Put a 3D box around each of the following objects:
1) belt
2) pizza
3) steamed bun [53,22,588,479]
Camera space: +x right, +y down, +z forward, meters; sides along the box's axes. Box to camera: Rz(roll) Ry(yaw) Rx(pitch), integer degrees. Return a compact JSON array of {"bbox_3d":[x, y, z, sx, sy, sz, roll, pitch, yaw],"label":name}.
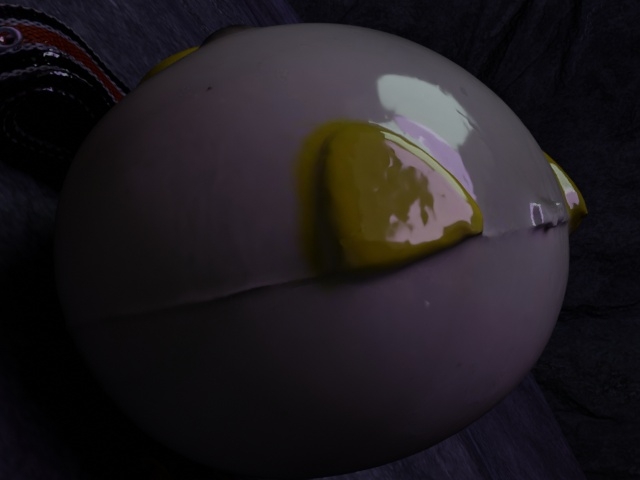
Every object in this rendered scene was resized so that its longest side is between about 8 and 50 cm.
[{"bbox_3d":[-0.159,-0.083,0.794,0.359,0.126,0.094,26,42,-54],"label":"belt"},{"bbox_3d":[-0.084,0.170,0.618,0.083,0.025,0.078,26,23,-54],"label":"pizza"},{"bbox_3d":[0.002,0.007,0.645,0.334,0.334,0.374,58,29,12],"label":"steamed bun"}]
